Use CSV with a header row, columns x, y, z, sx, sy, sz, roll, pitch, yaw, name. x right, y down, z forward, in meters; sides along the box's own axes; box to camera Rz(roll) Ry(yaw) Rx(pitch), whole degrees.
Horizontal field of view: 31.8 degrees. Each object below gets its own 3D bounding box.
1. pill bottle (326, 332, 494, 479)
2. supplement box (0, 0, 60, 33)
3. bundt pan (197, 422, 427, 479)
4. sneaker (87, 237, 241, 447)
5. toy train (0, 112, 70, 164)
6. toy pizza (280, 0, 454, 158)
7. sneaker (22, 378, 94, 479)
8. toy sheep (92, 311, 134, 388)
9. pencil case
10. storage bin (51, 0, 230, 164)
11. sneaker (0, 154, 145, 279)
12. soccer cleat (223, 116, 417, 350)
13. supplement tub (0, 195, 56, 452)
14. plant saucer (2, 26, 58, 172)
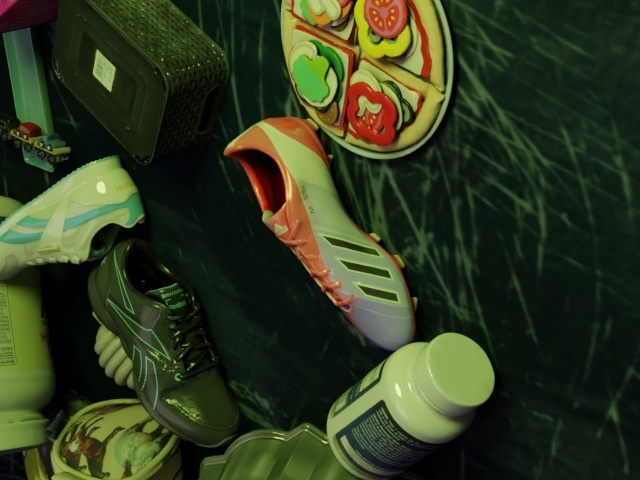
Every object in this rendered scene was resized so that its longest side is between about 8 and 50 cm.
x,y,z,sx,sy,sz,roll,pitch,yaw,name
0.083,0.150,1.021,0.094,0.094,0.169,56,140,11,pill bottle
-0.303,-0.311,1.196,0.220,0.114,0.111,-19,94,49,supplement box
-0.019,0.356,1.112,0.331,0.124,0.331,5,107,17,bundt pan
-0.175,0.116,1.287,0.267,0.101,0.106,52,135,12,sneaker
-0.361,-0.129,1.395,0.158,0.027,0.036,25,116,38,toy train
0.030,-0.164,0.964,0.201,0.032,0.201,25,127,38,toy pizza
-0.379,0.235,1.591,0.121,0.111,0.300,-31,85,32,sneaker
-0.233,0.134,1.373,0.132,0.091,0.091,41,137,7,toy sheep
-0.266,0.402,1.473,0.160,0.183,0.410,30,130,35,pencil case
-0.189,-0.181,1.159,0.180,0.084,0.122,44,137,22,storage bin
-0.308,-0.006,1.328,0.228,0.087,0.092,-33,86,24,sneaker
0.000,0.000,1.034,0.083,0.095,0.248,-33,84,51,soccer cleat
-0.472,0.121,1.454,0.235,0.235,0.325,-22,75,51,supplement tub
-0.360,-0.182,1.400,0.067,0.018,0.192,20,123,41,plant saucer
